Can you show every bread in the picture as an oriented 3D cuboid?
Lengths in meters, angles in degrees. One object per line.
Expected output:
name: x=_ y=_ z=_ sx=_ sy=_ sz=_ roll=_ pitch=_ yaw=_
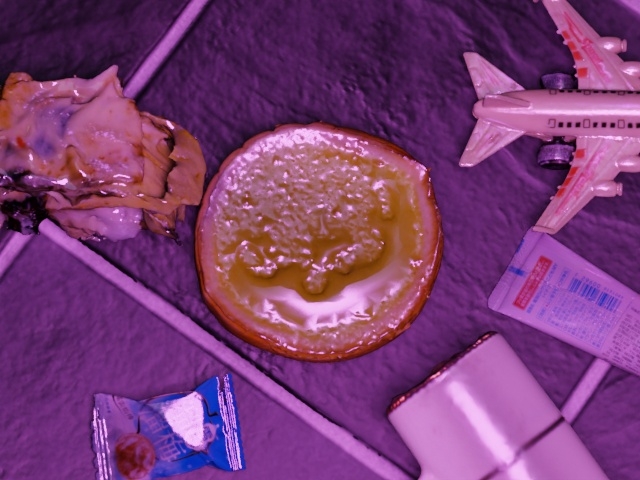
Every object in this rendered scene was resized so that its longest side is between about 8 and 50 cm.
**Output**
bread: x=0.000 y=0.000 z=1.604 sx=0.236 sy=0.070 sz=0.236 roll=0 pitch=79 yaw=-1

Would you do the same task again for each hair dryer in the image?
hair dryer: x=0.066 y=0.261 z=1.544 sx=0.362 sy=0.128 sz=0.203 roll=-36 pitch=84 yaw=-1

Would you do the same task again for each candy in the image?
candy: x=-0.139 y=0.171 z=1.585 sx=0.136 sy=0.038 sz=0.088 roll=-8 pitch=93 yaw=3

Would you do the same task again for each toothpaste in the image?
toothpaste: x=0.272 y=0.077 z=1.613 sx=0.234 sy=0.057 sz=0.089 roll=30 pitch=78 yaw=10

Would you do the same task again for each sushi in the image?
sushi: x=-0.246 y=-0.077 z=1.587 sx=0.290 sy=0.131 sz=0.139 roll=5 pitch=56 yaw=5

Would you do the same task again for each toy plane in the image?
toy plane: x=0.250 y=-0.113 z=1.625 sx=0.244 sy=0.092 sz=0.229 roll=4 pitch=77 yaw=-3
